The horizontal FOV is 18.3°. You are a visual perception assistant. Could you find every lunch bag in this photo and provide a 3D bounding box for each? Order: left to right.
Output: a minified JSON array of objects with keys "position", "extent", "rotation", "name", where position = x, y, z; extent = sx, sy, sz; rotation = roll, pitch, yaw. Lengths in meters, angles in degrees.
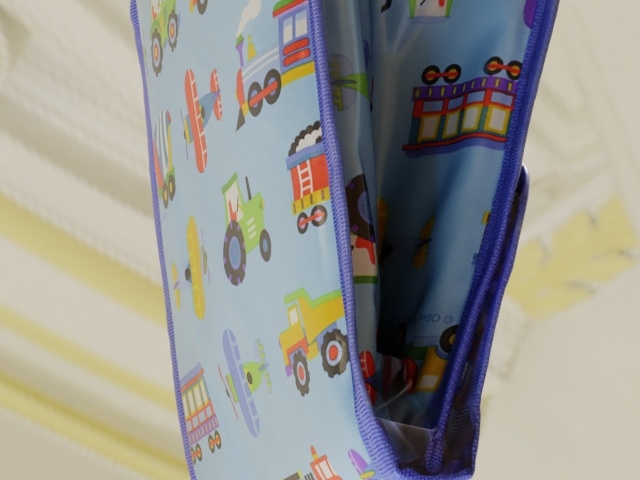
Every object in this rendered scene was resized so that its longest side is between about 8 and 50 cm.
[{"position":[0.000,0.000,0.819],"extent":[0.138,0.221,0.293],"rotation":[10,-108,-19],"name":"lunch bag"}]
